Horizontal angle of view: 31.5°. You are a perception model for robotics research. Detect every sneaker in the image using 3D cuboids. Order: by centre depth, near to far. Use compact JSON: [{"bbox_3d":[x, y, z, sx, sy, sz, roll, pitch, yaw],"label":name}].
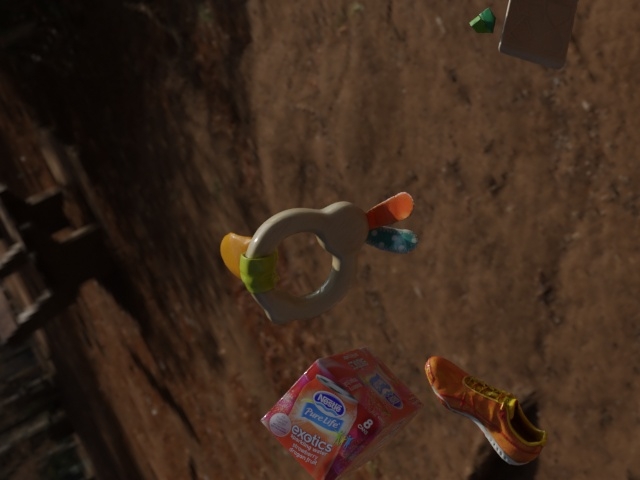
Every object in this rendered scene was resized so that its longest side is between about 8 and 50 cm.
[{"bbox_3d":[0.204,0.196,1.382,0.175,0.064,0.067,39,126,3],"label":"sneaker"}]

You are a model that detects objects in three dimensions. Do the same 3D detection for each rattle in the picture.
[{"bbox_3d":[0.000,0.000,1.270,0.130,0.200,0.143,54,173,-6],"label":"rattle"}]

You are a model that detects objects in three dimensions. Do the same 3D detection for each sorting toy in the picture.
[{"bbox_3d":[0.161,-0.176,0.904,0.012,0.083,0.062,-177,101,-78],"label":"sorting toy"}]

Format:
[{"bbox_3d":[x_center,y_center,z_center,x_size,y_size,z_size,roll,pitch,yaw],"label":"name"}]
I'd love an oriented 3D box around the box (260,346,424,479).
[{"bbox_3d":[0.038,0.239,1.577,0.128,0.122,0.257,45,-169,14],"label":"box"}]
